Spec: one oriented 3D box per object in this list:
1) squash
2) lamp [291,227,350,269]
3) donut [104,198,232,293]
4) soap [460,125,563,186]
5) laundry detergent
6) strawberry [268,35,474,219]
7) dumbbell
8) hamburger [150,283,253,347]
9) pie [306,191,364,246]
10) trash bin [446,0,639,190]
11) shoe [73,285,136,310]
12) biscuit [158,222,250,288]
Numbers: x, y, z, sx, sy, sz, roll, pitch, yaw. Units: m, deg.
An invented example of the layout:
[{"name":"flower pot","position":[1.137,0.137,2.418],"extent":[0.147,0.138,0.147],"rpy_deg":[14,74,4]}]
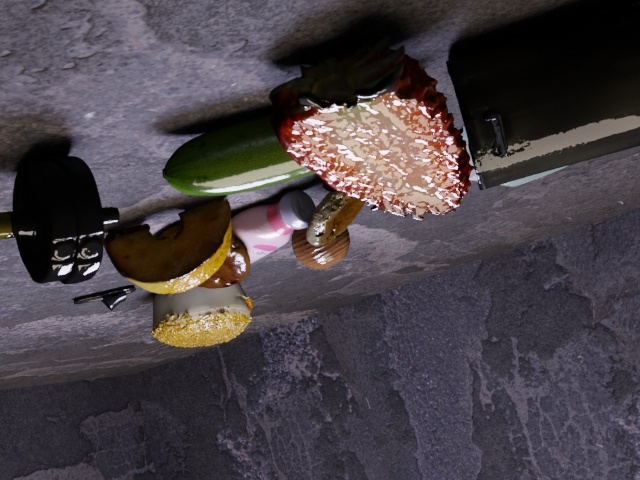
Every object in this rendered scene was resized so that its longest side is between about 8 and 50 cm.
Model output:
[{"name":"squash","position":[-0.037,-0.143,1.283],"extent":[0.395,0.107,0.107],"rpy_deg":[-16,169,-2]},{"name":"lamp","position":[0.000,0.000,1.986],"extent":[0.137,0.136,0.136],"rpy_deg":[-15,169,-3]},{"name":"donut","position":[-0.279,0.031,1.649],"extent":[0.259,0.152,0.101],"rpy_deg":[-14,143,1]},{"name":"soap","position":[0.377,-0.180,1.692],"extent":[0.173,0.095,0.290],"rpy_deg":[-23,166,32]},{"name":"laundry detergent","position":[-0.147,-0.013,1.832],"extent":[0.159,0.087,0.335],"rpy_deg":[11,152,-42]},{"name":"strawberry","position":[0.079,-0.149,1.182],"extent":[0.234,0.137,0.306],"rpy_deg":[-12,146,25]},{"name":"dumbbell","position":[-0.450,-0.017,1.147],"extent":[0.389,0.185,0.185],"rpy_deg":[-8,167,-35]},{"name":"hamburger","position":[-0.331,0.210,2.442],"extent":[0.294,0.179,0.276],"rpy_deg":[-5,166,-44]},{"name":"pie","position":[0.042,-0.068,1.744],"extent":[0.195,0.046,0.195],"rpy_deg":[-49,167,-15]},{"name":"trash bin","position":[0.348,-0.206,1.249],"extent":[0.302,0.202,0.252],"rpy_deg":[-17,-167,8]},{"name":"shoe","position":[-0.550,0.157,2.226],"extent":[0.160,0.053,0.062],"rpy_deg":[-10,164,-15]},{"name":"biscuit","position":[-0.248,0.037,1.812],"extent":[0.212,0.036,0.212],"rpy_deg":[7,142,6]}]
